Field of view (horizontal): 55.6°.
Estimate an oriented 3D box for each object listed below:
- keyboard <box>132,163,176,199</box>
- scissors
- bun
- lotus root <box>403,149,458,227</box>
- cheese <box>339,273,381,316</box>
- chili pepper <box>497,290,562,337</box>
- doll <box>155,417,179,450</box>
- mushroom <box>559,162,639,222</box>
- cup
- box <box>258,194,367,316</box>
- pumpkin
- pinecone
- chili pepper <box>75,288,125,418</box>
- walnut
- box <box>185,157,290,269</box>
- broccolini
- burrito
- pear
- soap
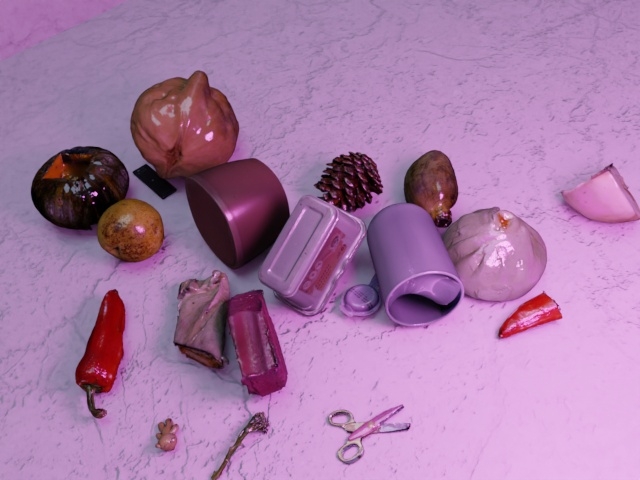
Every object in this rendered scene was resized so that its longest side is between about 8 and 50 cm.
[{"bbox_3d":[-0.583,-0.209,2.126,0.061,0.013,0.204,-38,53,-22],"label":"keyboard"},{"bbox_3d":[0.119,0.444,1.439,0.187,0.020,0.134,-17,52,-3],"label":"scissors"},{"bbox_3d":[0.474,0.013,1.648,0.293,0.187,0.293,-4,51,6],"label":"bun"},{"bbox_3d":[0.337,-0.155,1.817,0.173,0.173,0.309,-4,37,6],"label":"lotus root"},{"bbox_3d":[0.133,0.150,1.677,0.191,0.042,0.105,-32,54,-28],"label":"cheese"},{"bbox_3d":[0.527,0.205,1.559,0.169,0.065,0.088,-27,34,-8],"label":"chili pepper"},{"bbox_3d":[-0.374,0.469,1.478,0.061,0.051,0.093,-26,49,-5],"label":"doll"},{"bbox_3d":[0.810,-0.109,1.754,0.162,0.173,0.236,-29,-5,32],"label":"mushroom"},{"bbox_3d":[0.243,0.051,1.632,0.205,0.205,0.312,-11,44,0],"label":"cup"},{"bbox_3d":[-0.033,0.032,1.641,0.175,0.182,0.312,28,87,27],"label":"box"},{"bbox_3d":[-0.798,-0.180,2.017,0.320,0.192,0.320,-6,48,7],"label":"pumpkin"},{"bbox_3d":[0.086,-0.173,1.877,0.204,0.179,0.184,-43,17,-19],"label":"pinecone"},{"bbox_3d":[-0.583,0.293,1.630,0.110,0.110,0.388,-5,47,5],"label":"chili pepper"},{"bbox_3d":[-0.452,-0.385,2.066,0.383,0.384,0.384,-5,49,5],"label":"walnut"},{"bbox_3d":[-0.238,-0.096,1.794,0.216,0.301,0.301,-32,52,-24],"label":"box"},{"bbox_3d":[-0.195,0.481,1.439,0.054,0.052,0.194,28,59,34],"label":"broccolini"},{"bbox_3d":[-0.321,0.224,1.643,0.175,0.107,0.348,-34,40,20],"label":"burrito"},{"bbox_3d":[-0.579,-0.026,1.843,0.197,0.197,0.197,-5,49,5],"label":"pear"},{"bbox_3d":[-0.165,0.250,1.551,0.112,0.182,0.289,-15,53,-5],"label":"soap"}]
